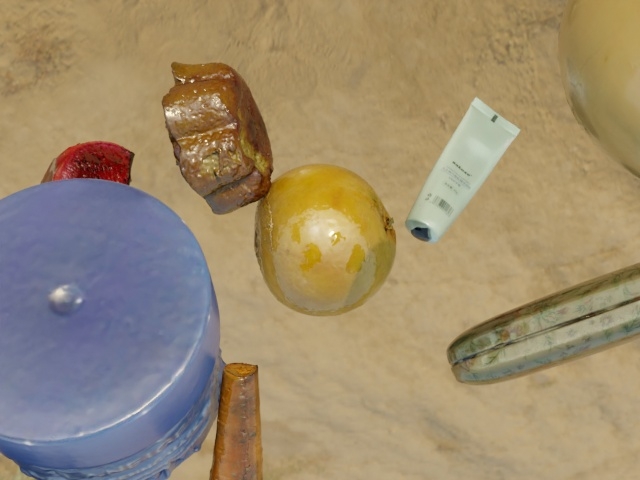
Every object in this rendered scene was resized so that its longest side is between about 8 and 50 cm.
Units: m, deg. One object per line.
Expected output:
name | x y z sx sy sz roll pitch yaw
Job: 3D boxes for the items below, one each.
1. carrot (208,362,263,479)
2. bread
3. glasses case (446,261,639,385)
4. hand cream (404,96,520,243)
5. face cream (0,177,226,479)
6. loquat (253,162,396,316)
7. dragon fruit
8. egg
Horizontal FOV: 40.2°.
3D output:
carrot | -0.081 0.197 0.851 0.055 0.055 0.161 3 103 0
bread | -0.166 -0.158 1.411 0.135 0.232 0.246 -12 130 14
glasses case | 0.376 0.104 1.203 0.425 0.098 0.156 -24 168 22
hand cream | 0.262 -0.128 1.640 0.109 0.320 0.067 36 159 -2
face cream | -0.214 0.100 0.825 0.249 0.249 0.225 2 153 1
loquat | 0.000 0.000 1.483 0.263 0.263 0.263 1 132 1
dragon fruit | -0.395 -0.059 1.434 0.163 0.261 0.189 -7 144 16
egg | 0.292 -0.141 0.684 0.201 0.244 0.201 0 133 0
